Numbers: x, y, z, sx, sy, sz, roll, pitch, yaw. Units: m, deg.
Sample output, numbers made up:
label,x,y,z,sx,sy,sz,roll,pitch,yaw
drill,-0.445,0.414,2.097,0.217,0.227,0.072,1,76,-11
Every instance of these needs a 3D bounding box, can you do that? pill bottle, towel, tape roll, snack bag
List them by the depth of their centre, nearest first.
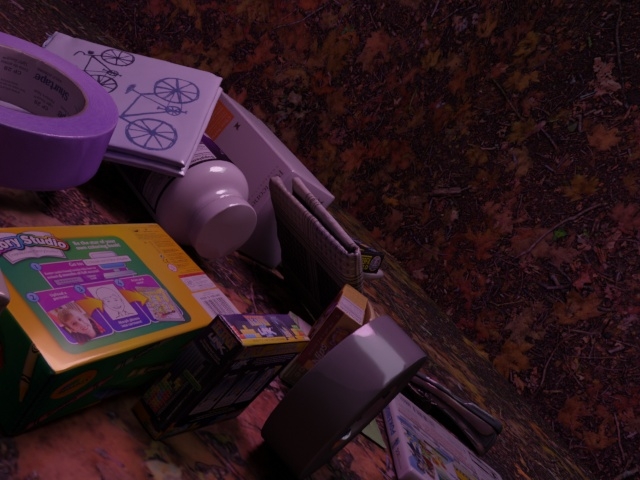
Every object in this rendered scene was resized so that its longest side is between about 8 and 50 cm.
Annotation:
label,x,y,z,sx,sy,sz,roll,pitch,yaw
tape roll,0.032,0.195,0.747,0.072,0.219,0.219,44,10,20
tape roll,-0.423,-0.184,0.810,0.275,0.090,0.274,26,27,-14
snack bag,-0.368,-0.249,1.059,0.343,0.037,0.323,14,42,-7
pill bottle,-0.258,-0.116,1.120,0.323,0.181,0.181,47,11,29
towel,-0.002,0.052,1.227,0.324,0.056,0.312,46,-28,43

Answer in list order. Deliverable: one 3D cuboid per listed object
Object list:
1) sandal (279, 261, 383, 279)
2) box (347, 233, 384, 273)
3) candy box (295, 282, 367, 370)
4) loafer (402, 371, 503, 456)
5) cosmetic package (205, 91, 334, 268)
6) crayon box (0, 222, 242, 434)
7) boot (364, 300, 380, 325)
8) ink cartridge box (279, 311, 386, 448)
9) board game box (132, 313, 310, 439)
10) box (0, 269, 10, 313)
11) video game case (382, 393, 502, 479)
label,x,y,z,sx,sy,sz,roll,pitch,yaw
sandal,0.017,0.086,1.607,0.169,0.102,0.416,29,11,35
box,0.000,0.000,1.545,0.270,0.060,0.216,30,13,38
candy box,0.022,0.141,0.975,0.053,0.109,0.187,37,10,3
loafer,0.256,0.363,1.298,0.268,0.084,0.096,27,-22,22
cosmetic package,-0.187,-0.165,1.499,0.161,0.230,0.453,31,13,-45
crayon box,-0.224,0.066,0.606,0.165,0.081,0.278,44,19,16
boot,0.135,0.225,1.375,0.203,0.095,0.262,41,-5,-9
ink cartridge box,0.027,0.240,1.044,0.235,0.056,0.171,36,10,-17
board game box,-0.103,0.146,0.669,0.048,0.141,0.170,45,9,20
box,-0.345,-0.005,0.419,0.232,0.127,0.149,48,11,36
video game case,0.250,0.436,1.098,0.329,0.036,0.300,41,9,-9
